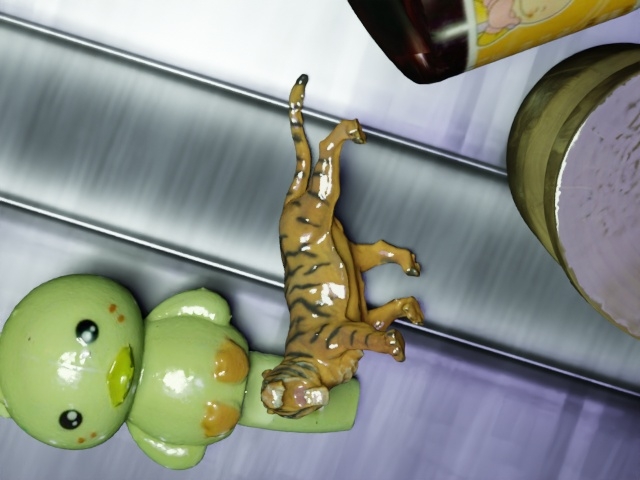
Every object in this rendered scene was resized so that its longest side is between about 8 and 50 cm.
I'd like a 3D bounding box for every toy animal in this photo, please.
[{"bbox_3d":[0.003,0.003,1.034,0.116,0.114,0.255,-13,75,16],"label":"toy animal"}]

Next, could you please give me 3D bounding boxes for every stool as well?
[{"bbox_3d":[0.227,-0.042,0.926,0.179,0.264,0.179,0,100,2],"label":"stool"}]

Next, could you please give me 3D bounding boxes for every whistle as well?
[{"bbox_3d":[-0.114,0.102,1.024,0.294,0.141,0.141,10,100,-2],"label":"whistle"}]

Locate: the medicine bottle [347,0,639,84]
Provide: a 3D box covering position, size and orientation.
[{"bbox_3d":[0.191,-0.278,0.914,0.395,0.242,0.242,-25,98,-3],"label":"medicine bottle"}]
